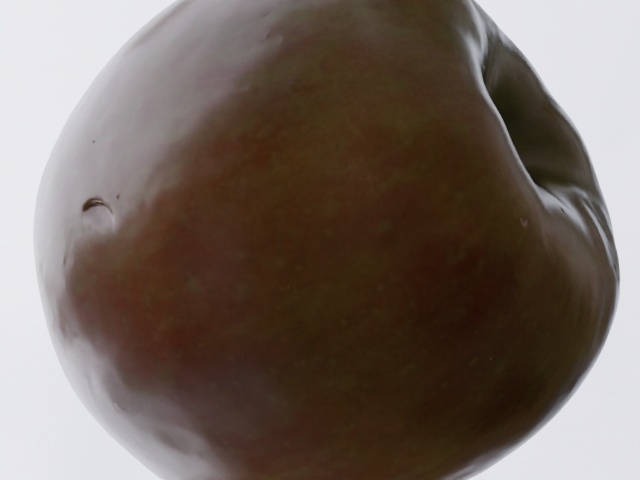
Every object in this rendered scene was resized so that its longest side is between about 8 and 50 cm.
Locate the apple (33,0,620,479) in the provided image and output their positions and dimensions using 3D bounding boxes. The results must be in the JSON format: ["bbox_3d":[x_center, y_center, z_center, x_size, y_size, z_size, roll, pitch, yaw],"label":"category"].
[{"bbox_3d":[0.000,0.000,0.470,0.188,0.174,0.188,48,-152,-35],"label":"apple"}]
